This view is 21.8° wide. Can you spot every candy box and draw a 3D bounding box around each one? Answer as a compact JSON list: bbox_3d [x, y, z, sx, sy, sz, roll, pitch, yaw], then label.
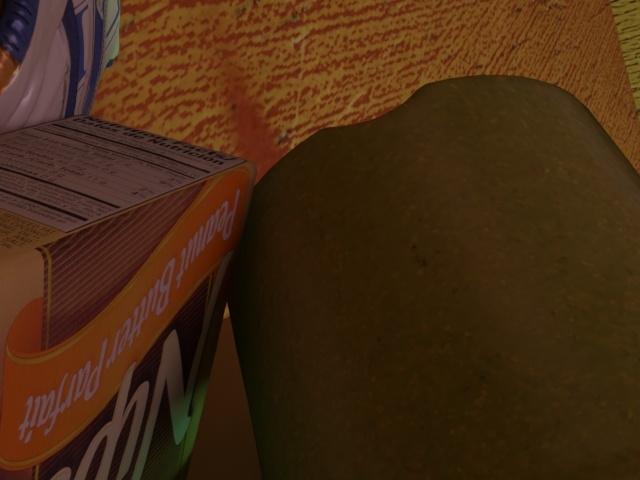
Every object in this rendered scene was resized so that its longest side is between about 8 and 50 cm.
[{"bbox_3d":[-0.129,0.070,0.554,0.316,0.088,0.182,-32,137,-69],"label":"candy box"}]

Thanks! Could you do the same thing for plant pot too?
[{"bbox_3d":[0.080,0.083,0.674,0.276,0.276,0.254,46,18,-56],"label":"plant pot"}]

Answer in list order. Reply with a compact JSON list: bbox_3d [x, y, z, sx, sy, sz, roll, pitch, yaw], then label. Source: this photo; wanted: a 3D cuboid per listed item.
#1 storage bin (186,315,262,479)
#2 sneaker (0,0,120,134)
[{"bbox_3d":[0.020,0.190,0.849,0.260,0.123,0.262,49,31,-24],"label":"storage bin"},{"bbox_3d":[-0.140,-0.137,0.744,0.131,0.112,0.296,69,26,-56],"label":"sneaker"}]
